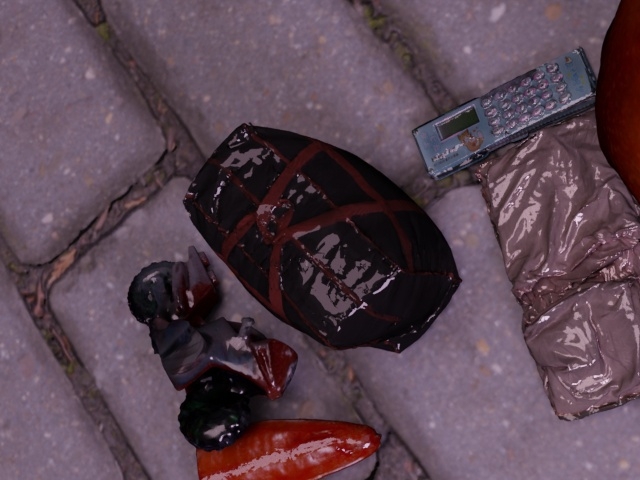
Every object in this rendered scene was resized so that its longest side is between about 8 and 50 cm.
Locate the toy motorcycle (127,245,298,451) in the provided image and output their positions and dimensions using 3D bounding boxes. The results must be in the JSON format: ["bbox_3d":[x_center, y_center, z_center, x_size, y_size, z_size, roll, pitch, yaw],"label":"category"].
[{"bbox_3d":[-0.098,0.087,1.390,0.122,0.082,0.213,-27,53,-4],"label":"toy motorcycle"}]

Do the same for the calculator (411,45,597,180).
[{"bbox_3d":[0.164,-0.111,1.355,0.172,0.018,0.057,-26,69,19],"label":"calculator"}]

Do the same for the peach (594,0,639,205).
[{"bbox_3d":[0.376,-0.126,1.080,0.388,0.388,0.388,-5,78,23],"label":"peach"}]

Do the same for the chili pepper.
[{"bbox_3d":[-0.024,0.193,1.356,0.169,0.065,0.088,-18,74,16],"label":"chili pepper"}]

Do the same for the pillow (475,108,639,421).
[{"bbox_3d":[0.218,0.018,1.288,0.135,0.049,0.248,-23,68,23],"label":"pillow"}]

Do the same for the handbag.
[{"bbox_3d":[0.000,0.000,1.321,0.215,0.169,0.155,43,99,24],"label":"handbag"}]
